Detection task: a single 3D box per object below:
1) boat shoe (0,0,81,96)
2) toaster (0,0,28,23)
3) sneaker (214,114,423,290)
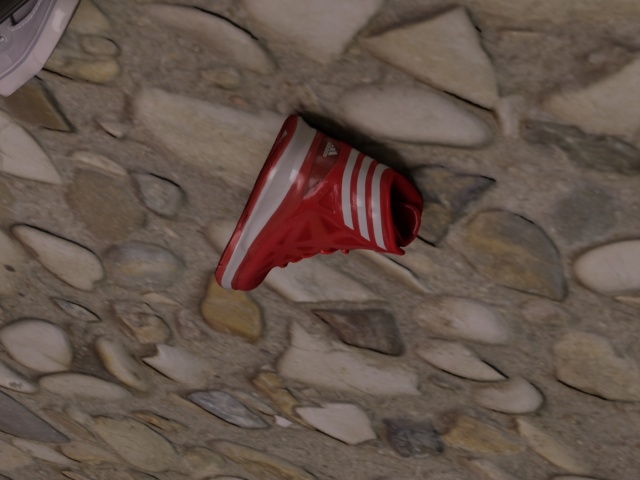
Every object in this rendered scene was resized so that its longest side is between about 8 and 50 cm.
[{"bbox_3d":[-0.218,-0.159,1.309,0.063,0.066,0.184,30,161,-17],"label":"boat shoe"},{"bbox_3d":[-0.286,-0.190,1.205,0.185,0.110,0.168,-13,121,48],"label":"toaster"},{"bbox_3d":[0.000,0.000,1.401,0.128,0.087,0.221,25,154,-2],"label":"sneaker"}]
